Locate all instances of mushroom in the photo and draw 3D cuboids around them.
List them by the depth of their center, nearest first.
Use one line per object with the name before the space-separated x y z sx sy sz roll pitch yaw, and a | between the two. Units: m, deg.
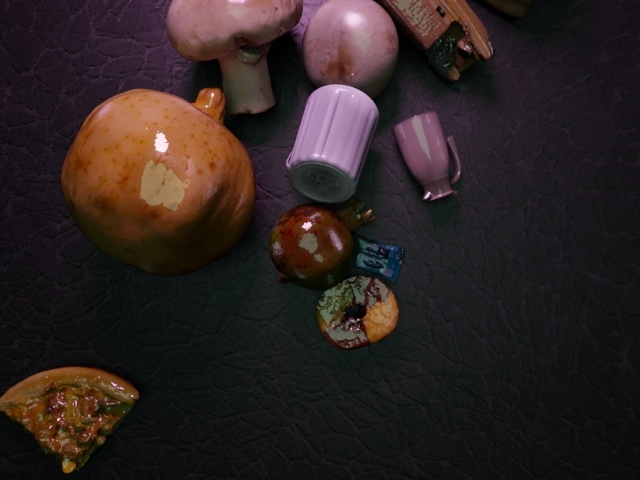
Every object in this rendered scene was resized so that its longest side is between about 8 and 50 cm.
mushroom | -0.159 -0.423 1.078 0.292 0.293 0.290 -16 115 4
mushroom | 0.068 -0.413 1.108 0.226 0.178 0.227 9 106 33

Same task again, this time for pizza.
pizza | -0.603 0.381 1.205 0.268 0.087 0.258 39 90 5

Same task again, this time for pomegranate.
pomegranate | -0.308 -0.138 1.039 0.409 0.410 0.411 0 91 4
pomegranate | 0.010 0.008 1.100 0.245 0.198 0.199 -12 90 0

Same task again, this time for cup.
cup | 0.019 -0.187 1.091 0.166 0.221 0.202 20 59 -5

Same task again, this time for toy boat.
toy boat | 0.180 -0.525 1.064 0.445 0.135 0.162 47 61 -13

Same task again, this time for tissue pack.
tissue pack | 0.122 0.037 1.176 0.137 0.028 0.085 16 92 7

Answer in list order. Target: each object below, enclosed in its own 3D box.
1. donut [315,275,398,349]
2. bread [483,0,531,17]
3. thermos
donut | 0.083 0.161 1.157 0.184 0.073 0.166 -32 90 5
bread | 0.394 -0.704 1.087 0.323 0.143 0.333 34 93 4
thermos | 0.254 -0.186 1.133 0.137 0.105 0.193 -22 94 -27
